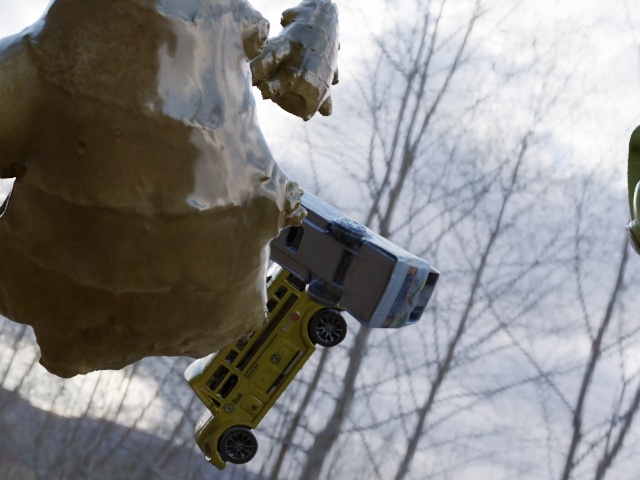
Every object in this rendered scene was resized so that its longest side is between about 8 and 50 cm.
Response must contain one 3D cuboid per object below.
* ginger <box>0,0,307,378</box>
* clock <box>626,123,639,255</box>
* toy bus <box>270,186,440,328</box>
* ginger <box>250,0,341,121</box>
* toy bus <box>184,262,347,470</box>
[{"bbox_3d":[-0.138,-0.103,0.672,0.236,0.375,0.166,-8,-14,11],"label":"ginger"},{"bbox_3d":[0.598,-0.042,1.632,0.235,0.308,0.096,2,-22,18],"label":"clock"},{"bbox_3d":[0.000,0.000,1.368,0.136,0.109,0.329,8,19,-48],"label":"toy bus"},{"bbox_3d":[-0.017,-0.211,1.203,0.115,0.205,0.081,30,-40,9],"label":"ginger"},{"bbox_3d":[-0.097,0.182,1.598,0.151,0.331,0.145,38,0,-11],"label":"toy bus"}]
